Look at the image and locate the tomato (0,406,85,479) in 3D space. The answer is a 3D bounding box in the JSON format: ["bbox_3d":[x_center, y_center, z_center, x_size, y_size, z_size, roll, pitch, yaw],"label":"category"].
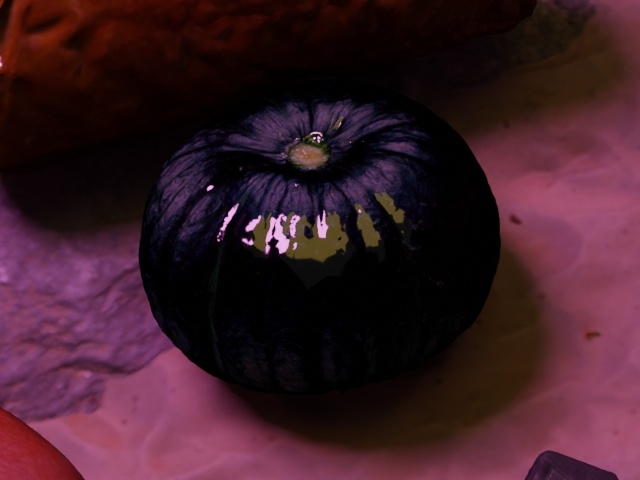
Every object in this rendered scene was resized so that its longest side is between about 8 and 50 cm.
[{"bbox_3d":[-0.206,0.178,0.702,0.256,0.224,0.256,3,44,-3],"label":"tomato"}]

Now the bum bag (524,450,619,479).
[{"bbox_3d":[0.100,0.190,0.797,0.087,0.049,0.197,36,55,5],"label":"bum bag"}]

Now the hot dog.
[{"bbox_3d":[-0.052,-0.164,0.947,0.388,0.267,0.174,-17,83,-10],"label":"hot dog"}]

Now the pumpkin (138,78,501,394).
[{"bbox_3d":[0.000,0.000,0.885,0.202,0.140,0.202,-5,39,4],"label":"pumpkin"}]
